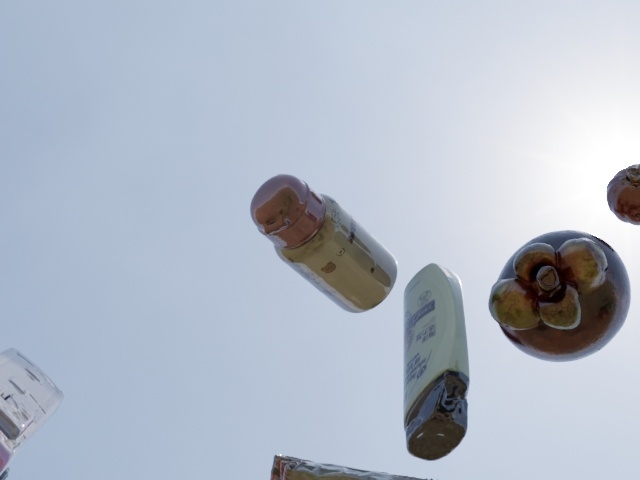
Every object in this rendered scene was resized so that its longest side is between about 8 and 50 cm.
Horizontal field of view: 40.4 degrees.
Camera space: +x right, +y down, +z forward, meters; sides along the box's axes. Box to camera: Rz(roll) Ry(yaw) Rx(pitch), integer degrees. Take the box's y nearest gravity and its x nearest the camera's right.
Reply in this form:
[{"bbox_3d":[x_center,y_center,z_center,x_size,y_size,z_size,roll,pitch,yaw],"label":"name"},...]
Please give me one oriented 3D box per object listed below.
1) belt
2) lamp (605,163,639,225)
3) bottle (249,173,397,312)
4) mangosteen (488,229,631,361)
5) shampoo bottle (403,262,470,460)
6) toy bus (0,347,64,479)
[{"bbox_3d":[0.040,0.275,0.951,0.232,0.071,0.053,3,-88,29],"label":"belt"},{"bbox_3d":[0.460,-0.067,1.240,0.101,0.101,0.090,-9,-42,21],"label":"lamp"},{"bbox_3d":[0.000,0.000,1.175,0.110,0.110,0.233,-28,-48,25],"label":"bottle"},{"bbox_3d":[0.304,0.068,1.121,0.199,0.200,0.200,6,-69,16],"label":"mangosteen"},{"bbox_3d":[0.181,0.172,1.356,0.078,0.359,0.134,28,-58,-12],"label":"shampoo bottle"},{"bbox_3d":[-0.172,0.096,0.423,0.057,0.172,0.072,44,-97,-5],"label":"toy bus"}]
